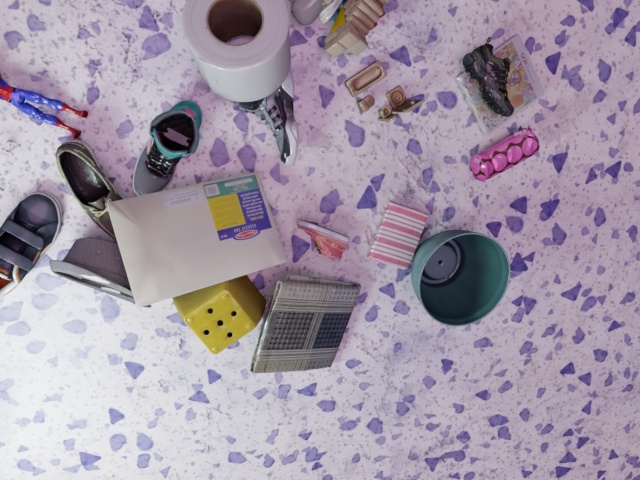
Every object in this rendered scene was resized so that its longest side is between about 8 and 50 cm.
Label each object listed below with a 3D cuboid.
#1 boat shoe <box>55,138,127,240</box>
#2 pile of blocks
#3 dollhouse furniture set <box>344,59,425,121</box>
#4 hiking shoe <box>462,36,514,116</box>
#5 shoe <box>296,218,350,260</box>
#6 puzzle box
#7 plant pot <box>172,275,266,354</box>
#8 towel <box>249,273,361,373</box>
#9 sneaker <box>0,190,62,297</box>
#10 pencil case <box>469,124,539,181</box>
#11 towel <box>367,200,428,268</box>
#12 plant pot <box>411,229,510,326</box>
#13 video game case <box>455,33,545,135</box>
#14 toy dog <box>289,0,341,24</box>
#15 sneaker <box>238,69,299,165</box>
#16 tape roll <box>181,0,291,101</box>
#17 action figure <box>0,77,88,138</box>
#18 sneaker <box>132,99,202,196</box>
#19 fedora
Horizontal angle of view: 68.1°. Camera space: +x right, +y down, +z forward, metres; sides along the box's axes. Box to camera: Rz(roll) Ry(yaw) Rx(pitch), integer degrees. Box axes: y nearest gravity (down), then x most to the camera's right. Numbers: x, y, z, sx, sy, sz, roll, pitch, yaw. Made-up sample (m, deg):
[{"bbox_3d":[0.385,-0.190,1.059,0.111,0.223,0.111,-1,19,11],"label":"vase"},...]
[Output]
[{"bbox_3d":[-0.588,-0.115,1.245,0.109,0.091,0.305,-26,114,-3],"label":"boat shoe"},{"bbox_3d":[0.128,-0.653,1.258,0.112,0.149,0.362,15,112,-48],"label":"pile of blocks"},{"bbox_3d":[0.176,-0.414,1.316,0.144,0.123,0.151,-33,110,-2],"label":"dollhouse furniture set"},{"bbox_3d":[0.515,-0.467,1.368,0.114,0.086,0.227,-39,109,3],"label":"hiking shoe"},{"bbox_3d":[0.000,0.000,1.428,0.177,0.063,0.081,20,95,-21],"label":"shoe"},{"bbox_3d":[-0.314,-0.012,1.252,0.408,0.052,0.272,-16,84,-25],"label":"puzzle box"},{"bbox_3d":[-0.288,0.196,1.357,0.212,0.187,0.212,-34,109,-1],"label":"plant pot"},{"bbox_3d":[-0.047,0.259,1.454,0.324,0.056,0.313,8,107,-39],"label":"towel"},{"bbox_3d":[-0.790,0.023,1.232,0.126,0.127,0.321,30,96,-17],"label":"sneaker"},{"bbox_3d":[0.564,-0.269,1.462,0.209,0.095,0.098,-31,146,-4],"label":"pencil case"},{"bbox_3d":[0.244,-0.016,1.499,0.144,0.029,0.197,18,98,-17],"label":"towel"},{"bbox_3d":[0.404,0.091,1.472,0.292,0.196,0.293,-3,107,-11],"label":"plant pot"},{"bbox_3d":[0.547,-0.467,1.434,0.227,0.026,0.206,-35,110,0],"label":"video game case"},{"bbox_3d":[0.019,-0.709,1.150,0.161,0.220,0.334,32,99,-25],"label":"toy dog"},{"bbox_3d":[-0.143,-0.335,1.286,0.152,0.101,0.269,-6,101,-10],"label":"sneaker"},{"bbox_3d":[-0.194,-0.485,1.146,0.245,0.169,0.246,0,81,-2],"label":"tape roll"},{"bbox_3d":[-0.729,-0.341,1.138,0.280,0.139,0.092,23,99,-15],"label":"action figure"},{"bbox_3d":[-0.398,-0.225,1.216,0.123,0.178,0.296,29,98,-18],"label":"sneaker"},{"bbox_3d":[-0.564,0.074,1.271,0.275,0.243,0.125,22,71,-13],"label":"fedora"}]
